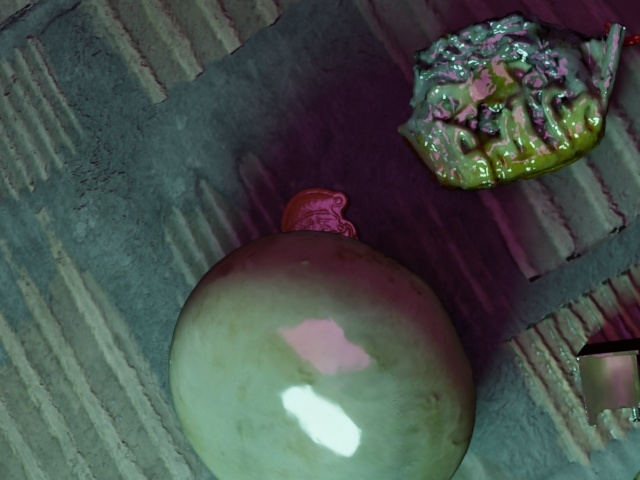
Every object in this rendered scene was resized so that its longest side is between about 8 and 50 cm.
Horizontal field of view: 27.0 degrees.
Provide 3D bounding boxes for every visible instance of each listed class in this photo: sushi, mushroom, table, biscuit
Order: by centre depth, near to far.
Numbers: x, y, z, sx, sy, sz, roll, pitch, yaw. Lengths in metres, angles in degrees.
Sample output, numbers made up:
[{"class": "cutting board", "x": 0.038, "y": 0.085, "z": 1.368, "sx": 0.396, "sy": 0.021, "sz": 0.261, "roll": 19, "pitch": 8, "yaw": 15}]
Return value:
[{"class": "table", "x": 0.334, "y": 0.160, "z": 1.513, "sx": 0.070, "sy": 0.083, "sz": 0.082, "roll": -8, "pitch": 93, "yaw": 18}, {"class": "sushi", "x": 0.221, "y": -0.161, "z": 1.520, "sx": 0.274, "sy": 0.139, "sz": 0.184, "roll": -16, "pitch": 87, "yaw": 11}, {"class": "mushroom", "x": 0.010, "y": 0.150, "z": 1.528, "sx": 0.362, "sy": 0.294, "sz": 0.362, "roll": 11, "pitch": 121, "yaw": 19}, {"class": "biscuit", "x": 0.000, "y": 0.000, "z": 1.638, "sx": 0.102, "sy": 0.019, "sz": 0.131, "roll": -11, "pitch": 87, "yaw": 16}]

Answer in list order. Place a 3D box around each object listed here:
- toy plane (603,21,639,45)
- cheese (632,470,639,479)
[{"class": "toy plane", "x": 0.427, "y": -0.231, "z": 1.503, "sx": 0.194, "sy": 0.077, "sz": 0.126, "roll": -30, "pitch": 78, "yaw": 20}, {"class": "cheese", "x": 0.538, "y": 0.260, "z": 1.443, "sx": 0.383, "sy": 0.104, "sz": 0.384, "roll": 0, "pitch": 89, "yaw": 15}]
